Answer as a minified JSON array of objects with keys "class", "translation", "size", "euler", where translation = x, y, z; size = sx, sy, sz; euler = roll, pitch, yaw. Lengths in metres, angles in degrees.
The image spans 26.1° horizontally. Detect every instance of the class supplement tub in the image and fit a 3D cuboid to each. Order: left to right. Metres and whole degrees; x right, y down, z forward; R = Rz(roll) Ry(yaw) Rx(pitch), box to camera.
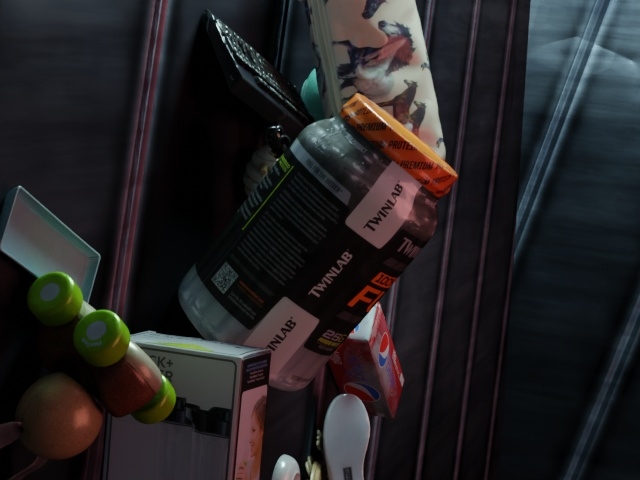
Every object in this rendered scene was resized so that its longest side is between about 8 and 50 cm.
[{"class":"supplement tub","translation":[0.000,0.000,1.692],"size":[0.338,0.207,0.207],"euler":[-51,164,10]}]

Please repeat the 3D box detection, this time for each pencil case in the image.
[{"class":"pencil case","translation":[0.061,-0.235,1.922],"size":[0.183,0.160,0.411],"euler":[-12,92,-30]}]

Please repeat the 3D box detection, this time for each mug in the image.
[{"class":"mug","translation":[0.022,-0.196,2.071],"size":[0.158,0.097,0.129],"euler":[-64,153,-43]}]

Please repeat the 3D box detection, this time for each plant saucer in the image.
[{"class":"plant saucer","translation":[-0.275,0.012,1.393],"size":[0.192,0.018,0.067],"euler":[55,44,-64]}]

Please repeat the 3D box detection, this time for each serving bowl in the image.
[{"class":"serving bowl","translation":[-0.050,0.376,2.145],"size":[0.083,0.027,0.083],"euler":[7,90,-71]}]

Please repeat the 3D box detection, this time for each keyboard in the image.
[{"class":"keyboard","translation":[-0.057,-0.176,1.812],"size":[0.202,0.033,0.317],"euler":[68,13,16]}]

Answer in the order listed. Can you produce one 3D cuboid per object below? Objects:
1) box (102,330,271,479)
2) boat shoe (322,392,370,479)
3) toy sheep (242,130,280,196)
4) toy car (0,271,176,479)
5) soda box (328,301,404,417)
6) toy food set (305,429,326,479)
[{"class":"box","translation":[-0.159,0.258,1.582],"size":[0.087,0.169,0.290],"euler":[-3,100,-69]},{"class":"boat shoe","translation":[0.041,0.363,2.283],"size":[0.076,0.080,0.229],"euler":[-171,-105,-76]},{"class":"toy sheep","translation":[-0.064,-0.084,1.874],"size":[0.091,0.091,0.132],"euler":[-45,149,-62]},{"class":"toy car","translation":[-0.263,0.158,1.369],"size":[0.188,0.149,0.155],"euler":[-46,145,-15]},{"class":"soda box","translation":[0.072,0.200,2.345],"size":[0.263,0.092,0.083],"euler":[71,31,-52]},{"class":"toy food set","translation":[-0.015,0.420,2.261],"size":[0.132,0.038,0.192],"euler":[73,18,-60]}]
